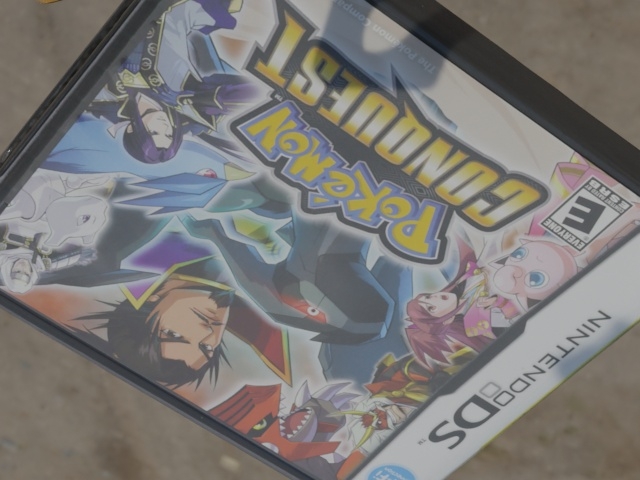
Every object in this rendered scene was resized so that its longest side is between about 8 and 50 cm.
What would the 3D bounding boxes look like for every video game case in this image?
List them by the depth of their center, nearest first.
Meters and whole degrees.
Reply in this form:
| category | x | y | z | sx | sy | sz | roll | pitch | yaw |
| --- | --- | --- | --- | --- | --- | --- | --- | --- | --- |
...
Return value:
| category | x | y | z | sx | sy | sz | roll | pitch | yaw |
| --- | --- | --- | --- | --- | --- | --- | --- | --- | --- |
| video game case | 0.000 | 0.000 | 0.728 | 0.275 | 0.035 | 0.248 | 33 | 124 | -19 |

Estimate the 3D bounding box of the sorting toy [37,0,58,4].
| category | x | y | z | sx | sy | sz | roll | pitch | yaw |
| --- | --- | --- | --- | --- | --- | --- | --- | --- | --- |
| sorting toy | 0.048 | -0.184 | 0.430 | 0.047 | 0.347 | 0.196 | 43 | 173 | -25 |
